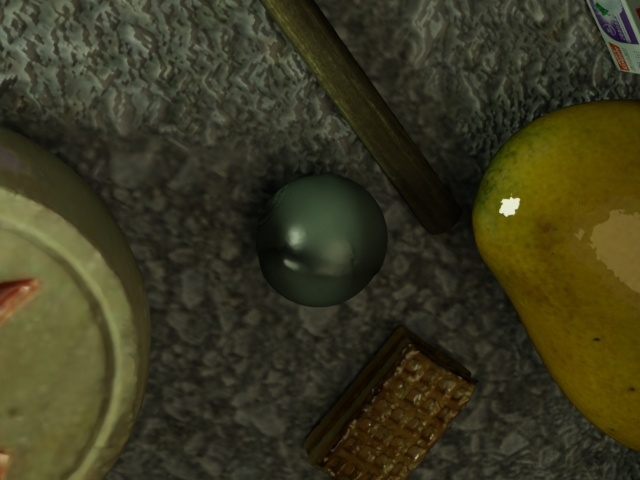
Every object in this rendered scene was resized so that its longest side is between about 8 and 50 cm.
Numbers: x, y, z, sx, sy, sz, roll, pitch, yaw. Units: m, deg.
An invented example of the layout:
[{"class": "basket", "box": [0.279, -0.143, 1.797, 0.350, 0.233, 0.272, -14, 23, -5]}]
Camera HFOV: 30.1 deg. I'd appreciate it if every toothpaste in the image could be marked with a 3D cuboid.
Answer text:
[{"class": "toothpaste", "box": [0.235, -0.218, 0.962, 0.040, 0.047, 0.196, -46, 125, -15]}]

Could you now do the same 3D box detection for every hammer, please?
[{"class": "hammer", "box": [0.015, -0.132, 0.911, 0.111, 0.043, 0.365, -41, 126, -2]}]

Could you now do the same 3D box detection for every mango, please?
[{"class": "mango", "box": [0.284, 0.029, 1.005, 0.378, 0.221, 0.264, 38, 98, -25]}]

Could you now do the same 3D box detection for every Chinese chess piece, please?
[{"class": "Chinese chess piece", "box": [-0.285, 0.073, 0.813, 0.338, 0.140, 0.338, -10, 118, -20]}]

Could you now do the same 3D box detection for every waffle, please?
[{"class": "waffle", "box": [0.064, 0.158, 1.071, 0.102, 0.042, 0.148, 33, 98, -35]}]

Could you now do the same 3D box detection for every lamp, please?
[{"class": "lamp", "box": [0.000, 0.000, 0.927, 0.105, 0.105, 0.105, -10, 118, -20]}]
